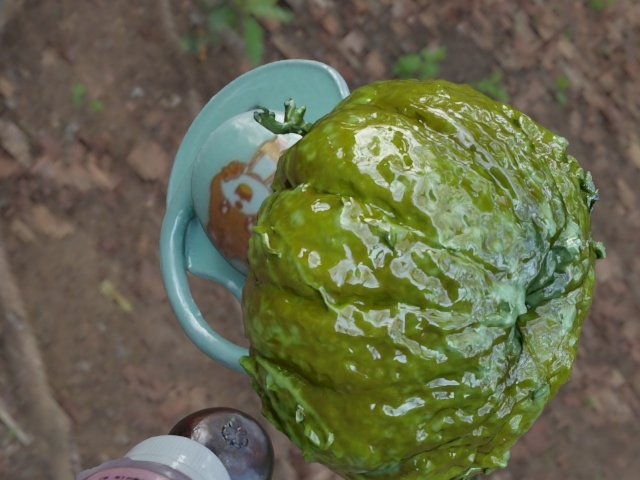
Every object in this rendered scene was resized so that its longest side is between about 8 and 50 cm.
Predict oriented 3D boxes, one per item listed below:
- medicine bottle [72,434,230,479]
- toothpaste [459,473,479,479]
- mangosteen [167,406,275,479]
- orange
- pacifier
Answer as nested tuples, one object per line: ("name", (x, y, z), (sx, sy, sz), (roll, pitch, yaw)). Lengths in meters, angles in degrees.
("medicine bottle", (-0.145, 0.243, 1.316), (0.147, 0.147, 0.247), (47, 23, -5))
("toothpaste", (0.153, 0.237, 1.835), (0.031, 0.204, 0.049), (-27, 56, -24))
("mangosteen", (-0.117, 0.248, 1.874), (0.140, 0.140, 0.140), (28, 41, -28))
("orange", (0.075, 0.039, 1.228), (0.300, 0.223, 0.301), (14, 90, -52))
("pacifier", (0.000, 0.000, 1.673), (0.343, 0.288, 0.269), (48, 11, 36))
